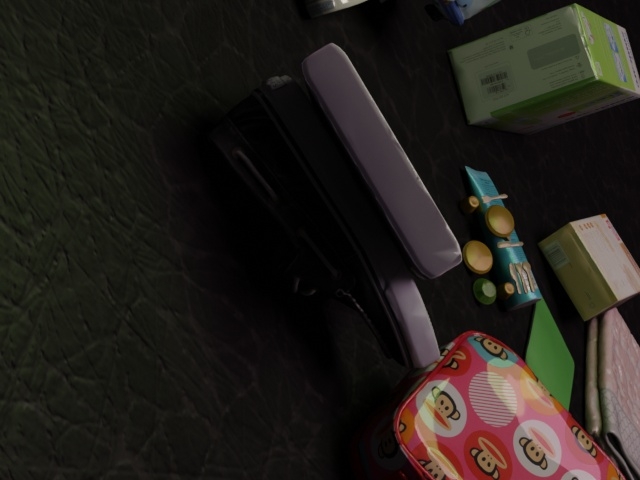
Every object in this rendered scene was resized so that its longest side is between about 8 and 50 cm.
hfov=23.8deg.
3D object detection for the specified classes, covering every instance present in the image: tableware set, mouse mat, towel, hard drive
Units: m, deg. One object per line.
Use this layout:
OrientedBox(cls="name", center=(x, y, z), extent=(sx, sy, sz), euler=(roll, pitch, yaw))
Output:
OrientedBox(cls="tableware set", center=(0.228, 0.011, 2.057), extent=(0.104, 0.024, 0.154), euler=(-7, 74, -31))
OrientedBox(cls="mouse mat", center=(0.337, 0.180, 2.224), extent=(0.152, 0.007, 0.189), euler=(61, 28, -23))
OrientedBox(cls="towel", center=(0.511, 0.302, 2.456), extent=(0.331, 0.053, 0.317), euler=(58, 28, -31))
OrientedBox(cls="hard drive", center=(0.061, -0.067, 1.544), extent=(0.233, 0.047, 0.353), euler=(59, 0, 2))

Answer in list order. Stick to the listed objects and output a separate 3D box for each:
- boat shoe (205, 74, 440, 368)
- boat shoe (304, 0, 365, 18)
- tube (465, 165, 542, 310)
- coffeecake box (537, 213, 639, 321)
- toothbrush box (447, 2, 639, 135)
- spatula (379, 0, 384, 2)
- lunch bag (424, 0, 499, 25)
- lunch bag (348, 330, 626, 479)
OrientedBox(cls="boat shoe", center=(0.000, 0.000, 1.511), extent=(0.335, 0.119, 0.121), euler=(58, -2, -13))
OrientedBox(cls="boat shoe", center=(0.037, -0.331, 1.842), extent=(0.227, 0.079, 0.081), euler=(-42, 116, -60))
OrientedBox(cls="tube", center=(0.252, -0.006, 2.123), extent=(0.080, 0.052, 0.207), euler=(13, 57, -68))
OrientedBox(cls="coffeecake box", center=(0.434, 0.040, 2.397), extent=(0.142, 0.068, 0.185), euler=(60, 26, 10))
OrientedBox(cls="toothbrush box", center=(0.344, -0.251, 2.284), extent=(0.283, 0.206, 0.122), euler=(-3, 76, -66))
OrientedBox(cls="spatula", center=(0.091, -0.428, 2.096), extent=(0.168, 0.019, 0.242), euler=(66, 25, -11))
OrientedBox(cls="lunch bag", center=(0.122, -0.424, 1.947), extent=(0.303, 0.115, 0.243), euler=(55, 3, -34))
OrientedBox(cls="lunch bag", center=(0.176, 0.263, 1.571), extent=(0.293, 0.120, 0.258), euler=(49, 42, 0))
